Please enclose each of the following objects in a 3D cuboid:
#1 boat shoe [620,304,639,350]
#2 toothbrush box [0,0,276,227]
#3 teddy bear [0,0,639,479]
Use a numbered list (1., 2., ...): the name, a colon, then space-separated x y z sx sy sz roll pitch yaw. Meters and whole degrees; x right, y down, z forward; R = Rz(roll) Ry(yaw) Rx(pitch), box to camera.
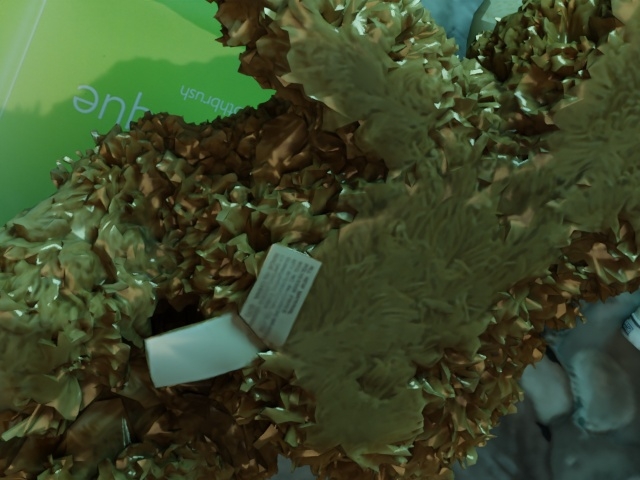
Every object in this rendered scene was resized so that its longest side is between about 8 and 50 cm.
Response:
1. boat shoe: 0.184 0.055 0.820 0.100 0.035 0.035 35 104 -7
2. toothbrush box: -0.115 0.012 0.734 0.206 0.122 0.283 21 105 -11
3. teddy bear: 0.000 0.000 0.627 0.338 0.113 0.245 -42 119 7
